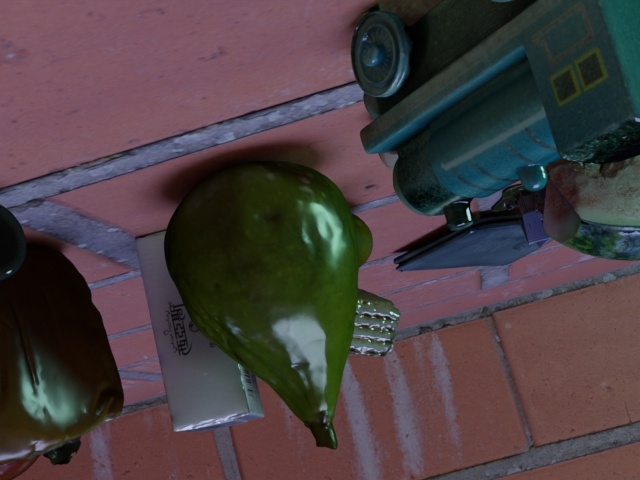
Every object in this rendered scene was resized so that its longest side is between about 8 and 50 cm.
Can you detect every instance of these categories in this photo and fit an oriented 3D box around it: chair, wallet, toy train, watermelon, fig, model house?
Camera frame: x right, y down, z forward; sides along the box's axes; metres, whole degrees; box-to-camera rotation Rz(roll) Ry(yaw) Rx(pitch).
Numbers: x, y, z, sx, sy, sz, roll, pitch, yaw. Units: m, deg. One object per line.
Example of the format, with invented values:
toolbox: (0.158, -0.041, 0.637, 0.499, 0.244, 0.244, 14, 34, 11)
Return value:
chair: (-0.405, 0.015, 0.978, 0.221, 0.104, 0.095, -14, 152, 11)
wallet: (0.315, -0.003, 1.891, 0.290, 0.054, 0.251, -4, 162, -32)
toy train: (0.138, -0.120, 0.753, 0.120, 0.194, 0.298, -9, 168, -32)
watermelon: (0.502, -0.067, 1.540, 0.305, 0.180, 0.224, -17, -175, -9)
fig: (-0.070, 0.065, 1.156, 0.233, 0.314, 0.233, 8, -176, -1)
model house: (0.357, -0.039, 1.676, 0.117, 0.088, 0.167, -15, 169, -4)

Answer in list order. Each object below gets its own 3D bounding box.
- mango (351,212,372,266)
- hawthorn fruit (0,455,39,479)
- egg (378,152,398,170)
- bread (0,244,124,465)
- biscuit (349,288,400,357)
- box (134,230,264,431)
mango: (-0.006, 0.002, 1.416, 0.137, 0.091, 0.237, -15, 166, 17)
hawthorn fruit: (-0.536, 0.259, 1.573, 0.300, 0.275, 0.275, -24, 176, -36)
egg: (0.098, -0.108, 1.068, 0.083, 0.071, 0.071, -18, 169, -2)
bread: (-0.384, 0.142, 1.191, 0.250, 0.279, 0.225, -5, 151, -44)
biscuit: (-0.019, 0.093, 1.476, 0.144, 0.078, 0.426, 9, -179, -14)
box: (-0.160, 0.125, 1.379, 0.111, 0.260, 0.194, -15, 168, -1)
